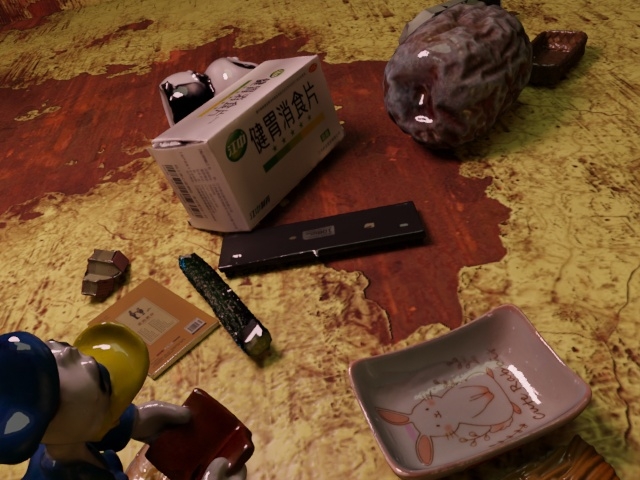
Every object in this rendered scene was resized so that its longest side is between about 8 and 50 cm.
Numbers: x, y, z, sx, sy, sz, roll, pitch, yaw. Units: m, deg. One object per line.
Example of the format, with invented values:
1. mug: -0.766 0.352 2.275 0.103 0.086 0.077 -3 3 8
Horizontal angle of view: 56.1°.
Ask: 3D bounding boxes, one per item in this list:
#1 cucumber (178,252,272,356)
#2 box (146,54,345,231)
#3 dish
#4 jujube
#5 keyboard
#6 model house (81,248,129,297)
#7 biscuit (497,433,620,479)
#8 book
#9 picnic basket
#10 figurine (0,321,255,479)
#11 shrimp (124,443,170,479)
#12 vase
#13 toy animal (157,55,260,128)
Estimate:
1. cucumber: -0.142 0.082 0.852 0.043 0.044 0.256 -43 43 -8
2. box: -0.116 -0.174 1.050 0.145 0.173 0.333 5 40 39
3. dish: 0.151 0.169 0.632 0.212 0.077 0.151 -19 40 -9
4. jujube: 0.256 -0.302 1.092 0.226 0.226 0.317 19 42 35
5. keyboard: 0.000 0.000 0.933 0.316 0.027 0.106 -10 34 3
6. model house: -0.339 0.051 0.948 0.058 0.057 0.083 10 15 -13
7. biscuit: 0.188 0.263 0.538 0.176 0.031 0.229 10 43 24
8. book: -0.241 0.119 0.858 0.172 0.012 0.118 24 50 37
9. picnic basket: 0.484 -0.386 1.265 0.110 0.055 0.193 18 47 35
10. figurine: -0.180 0.200 0.483 0.283 0.338 0.204 -15 42 -22
11. shrimp: -0.138 0.285 0.597 0.143 0.052 0.251 -30 33 -4
12. vase: 0.307 -0.484 1.370 0.165 0.165 0.360 11 40 28
13. toy animal: -0.208 -0.288 1.244 0.235 0.165 0.187 -25 21 -12
